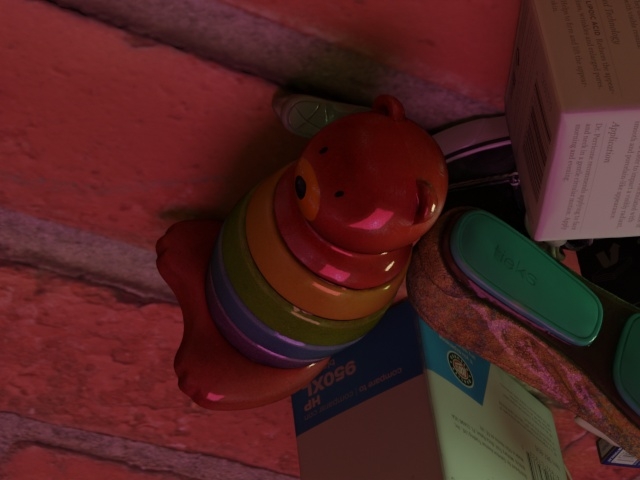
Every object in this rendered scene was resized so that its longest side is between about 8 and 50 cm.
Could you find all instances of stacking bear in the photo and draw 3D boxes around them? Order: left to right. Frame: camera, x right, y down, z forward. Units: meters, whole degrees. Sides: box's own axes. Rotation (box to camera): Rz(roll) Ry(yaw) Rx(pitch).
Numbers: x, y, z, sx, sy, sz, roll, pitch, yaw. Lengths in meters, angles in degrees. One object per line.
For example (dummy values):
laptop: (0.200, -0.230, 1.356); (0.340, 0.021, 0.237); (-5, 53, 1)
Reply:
stacking bear: (0.000, 0.000, 1.262); (0.164, 0.175, 0.289); (2, 151, -28)

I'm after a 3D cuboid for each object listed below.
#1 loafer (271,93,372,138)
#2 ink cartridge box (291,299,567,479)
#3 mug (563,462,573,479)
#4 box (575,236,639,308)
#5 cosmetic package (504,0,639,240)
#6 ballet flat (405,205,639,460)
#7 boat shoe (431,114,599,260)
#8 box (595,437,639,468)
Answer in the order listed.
loafer: (0.017, -0.096, 1.293); (0.125, 0.039, 0.045); (17, 102, -31)
ink cartridge box: (0.127, 0.301, 1.504); (0.166, 0.395, 0.285); (-28, 136, 23)
mug: (0.197, 0.295, 1.757); (0.169, 0.113, 0.150); (-34, 175, 22)
box: (0.327, 0.047, 1.412); (0.156, 0.158, 0.093); (-29, 135, 26)
cosmetic package: (0.250, -0.106, 1.221); (0.183, 0.151, 0.151); (-3, 141, -5)
ballet flat: (0.218, 0.099, 1.309); (0.348, 0.123, 0.123); (34, 130, -6)
boat shoe: (0.203, -0.036, 1.334); (0.306, 0.105, 0.113); (-5, 141, -3)
box: (0.431, 0.208, 1.722); (0.225, 0.036, 0.136); (10, 138, -19)
